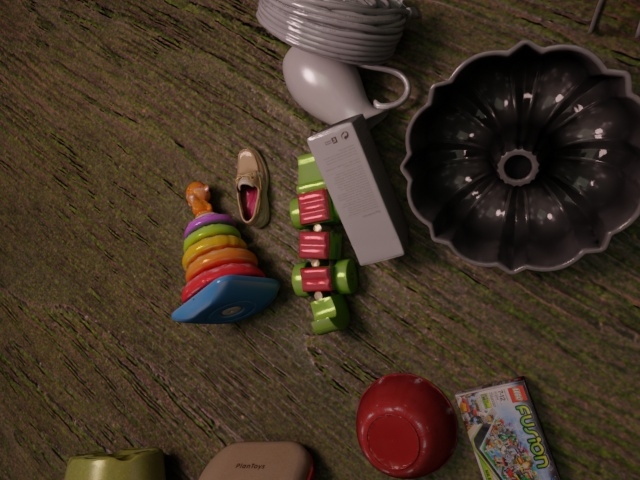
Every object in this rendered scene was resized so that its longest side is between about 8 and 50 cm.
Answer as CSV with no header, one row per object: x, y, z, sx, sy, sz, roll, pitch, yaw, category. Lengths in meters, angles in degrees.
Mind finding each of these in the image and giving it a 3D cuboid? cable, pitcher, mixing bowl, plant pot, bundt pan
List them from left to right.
-0.409,0.553,0.946,0.276,0.276,0.253,-10,71,22,plant pot
0.017,-0.389,0.820,0.257,0.257,0.089,31,130,14,cable
0.045,-0.287,0.875,0.178,0.125,0.207,-40,83,9,pitcher
0.132,0.322,0.806,0.182,0.098,0.181,-2,85,23,mixing bowl
0.294,-0.122,0.711,0.331,0.124,0.330,9,115,20,bundt pan

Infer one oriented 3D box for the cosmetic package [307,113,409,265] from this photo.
0.069,-0.086,0.803,0.086,0.117,0.230,-17,105,21,cosmetic package

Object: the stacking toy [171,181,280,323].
-0.216,0.008,0.957,0.175,0.166,0.301,-37,62,28,stacking toy

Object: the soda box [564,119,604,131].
0.378,-0.195,0.759,0.182,0.058,0.061,3,88,22,soda box

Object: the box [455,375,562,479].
0.306,0.334,0.766,0.114,0.036,0.206,-21,79,20,box

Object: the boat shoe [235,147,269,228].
-0.142,-0.110,0.968,0.063,0.059,0.169,-14,81,21,boat shoe

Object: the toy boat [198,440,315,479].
-0.114,0.473,0.892,0.231,0.151,0.151,-10,112,22,toy boat

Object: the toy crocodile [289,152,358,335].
0.000,0.000,0.877,0.115,0.105,0.340,-5,84,22,toy crocodile

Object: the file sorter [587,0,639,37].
0.541,-0.375,0.641,0.278,0.173,0.192,19,93,22,file sorter
